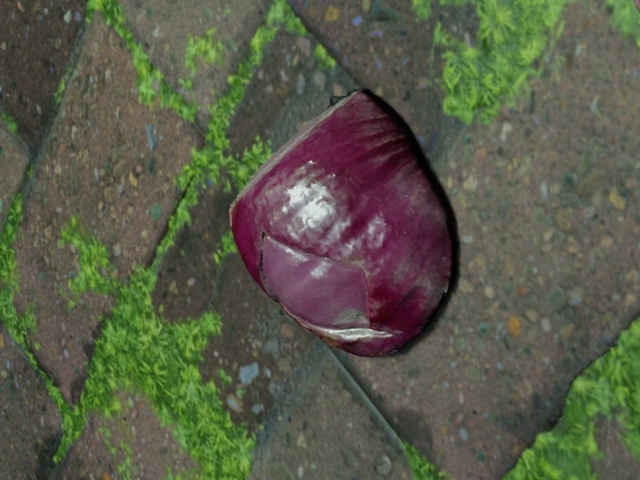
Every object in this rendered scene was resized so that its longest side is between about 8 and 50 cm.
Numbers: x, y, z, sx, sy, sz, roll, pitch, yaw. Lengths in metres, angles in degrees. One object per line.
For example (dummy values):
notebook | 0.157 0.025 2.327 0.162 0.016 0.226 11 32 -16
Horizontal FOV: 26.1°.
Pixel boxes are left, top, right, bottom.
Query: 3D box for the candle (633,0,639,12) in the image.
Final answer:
candle | 0.283 -0.286 0.936 0.287 0.131 0.317 -52 58 38

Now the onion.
onion | 0.000 0.000 1.339 0.250 0.111 0.248 -41 68 42
